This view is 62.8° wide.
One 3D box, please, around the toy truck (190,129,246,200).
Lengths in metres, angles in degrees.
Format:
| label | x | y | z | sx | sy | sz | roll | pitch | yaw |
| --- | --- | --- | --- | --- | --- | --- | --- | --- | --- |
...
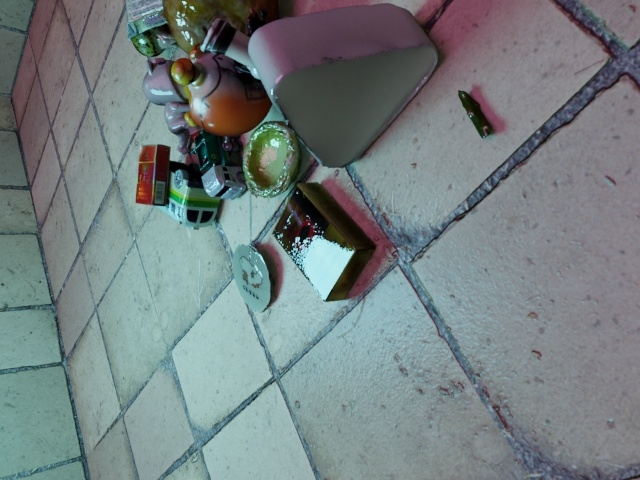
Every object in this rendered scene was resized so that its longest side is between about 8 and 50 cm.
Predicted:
| label | x | y | z | sx | sy | sz | roll | pitch | yaw |
| --- | --- | --- | --- | --- | --- | --- | --- | --- | --- |
| toy truck | -0.285 | -0.221 | 1.443 | 0.110 | 0.116 | 0.216 | -31 | 67 | 43 |

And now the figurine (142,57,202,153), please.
| label | x | y | z | sx | sy | sz | roll | pitch | yaw |
| --- | --- | --- | --- | --- | --- | --- | --- | --- | --- |
| figurine | -0.425 | -0.418 | 1.602 | 0.186 | 0.176 | 0.287 | -17 | 93 | 4 |

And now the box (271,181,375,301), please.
| label | x | y | z | sx | sy | sz | roll | pitch | yaw |
| --- | --- | --- | --- | --- | --- | --- | --- | --- | --- |
| box | 0.000 | 0.000 | 1.169 | 0.240 | 0.071 | 0.159 | 51 | 127 | 34 |

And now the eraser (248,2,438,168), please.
| label | x | y | z | sx | sy | sz | roll | pitch | yaw |
| --- | --- | --- | --- | --- | --- | --- | --- | --- | --- |
| eraser | 0.030 | -0.285 | 1.033 | 0.331 | 0.331 | 0.150 | -49 | 55 | 35 |

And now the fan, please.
| label | x | y | z | sx | sy | sz | roll | pitch | yaw |
| --- | --- | --- | --- | --- | --- | --- | --- | --- | --- |
| fan | -0.183 | 0.034 | 1.357 | 0.191 | 0.009 | 0.329 | 30 | 124 | 45 |

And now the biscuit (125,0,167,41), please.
| label | x | y | z | sx | sy | sz | roll | pitch | yaw |
| --- | --- | --- | --- | --- | --- | --- | --- | --- | --- |
| biscuit | -0.483 | -0.744 | 1.625 | 0.309 | 0.079 | 0.186 | -12 | 81 | 14 |

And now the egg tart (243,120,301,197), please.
| label | x | y | z | sx | sy | sz | roll | pitch | yaw |
| --- | --- | --- | --- | --- | --- | --- | --- | --- | --- |
| egg tart | -0.109 | -0.195 | 1.282 | 0.197 | 0.078 | 0.197 | 1 | 91 | 45 |

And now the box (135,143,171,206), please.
| label | x | y | z | sx | sy | sz | roll | pitch | yaw |
| --- | --- | --- | --- | --- | --- | --- | --- | --- | --- |
| box | -0.486 | -0.189 | 1.517 | 0.112 | 0.048 | 0.175 | 7 | 93 | 47 |

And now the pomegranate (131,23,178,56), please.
| label | x | y | z | sx | sy | sz | roll | pitch | yaw |
| --- | --- | --- | --- | --- | --- | --- | --- | --- | --- |
| pomegranate | -0.548 | -0.678 | 1.730 | 0.163 | 0.125 | 0.138 | 5 | 58 | 38 |

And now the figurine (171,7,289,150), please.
| label | x | y | z | sx | sy | sz | roll | pitch | yaw |
| --- | --- | --- | --- | --- | --- | --- | --- | --- | --- |
| figurine | -0.195 | -0.368 | 1.223 | 0.323 | 0.320 | 0.196 | -40 | 76 | 50 |

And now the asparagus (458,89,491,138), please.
| label | x | y | z | sx | sy | sz | roll | pitch | yaw |
| --- | --- | --- | --- | --- | --- | --- | --- | --- | --- |
| asparagus | 0.269 | -0.222 | 0.912 | 0.025 | 0.021 | 0.108 | -39 | 61 | 35 |

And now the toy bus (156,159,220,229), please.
| label | x | y | z | sx | sy | sz | roll | pitch | yaw |
| --- | --- | --- | --- | --- | --- | --- | --- | --- | --- |
| toy bus | -0.416 | -0.147 | 1.573 | 0.276 | 0.134 | 0.164 | 28 | 108 | 45 |

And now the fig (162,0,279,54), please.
| label | x | y | z | sx | sy | sz | roll | pitch | yaw |
| --- | --- | --- | --- | --- | --- | --- | --- | --- | --- |
| fig | -0.253 | -0.637 | 1.331 | 0.286 | 0.286 | 0.368 | -38 | 49 | 40 |
